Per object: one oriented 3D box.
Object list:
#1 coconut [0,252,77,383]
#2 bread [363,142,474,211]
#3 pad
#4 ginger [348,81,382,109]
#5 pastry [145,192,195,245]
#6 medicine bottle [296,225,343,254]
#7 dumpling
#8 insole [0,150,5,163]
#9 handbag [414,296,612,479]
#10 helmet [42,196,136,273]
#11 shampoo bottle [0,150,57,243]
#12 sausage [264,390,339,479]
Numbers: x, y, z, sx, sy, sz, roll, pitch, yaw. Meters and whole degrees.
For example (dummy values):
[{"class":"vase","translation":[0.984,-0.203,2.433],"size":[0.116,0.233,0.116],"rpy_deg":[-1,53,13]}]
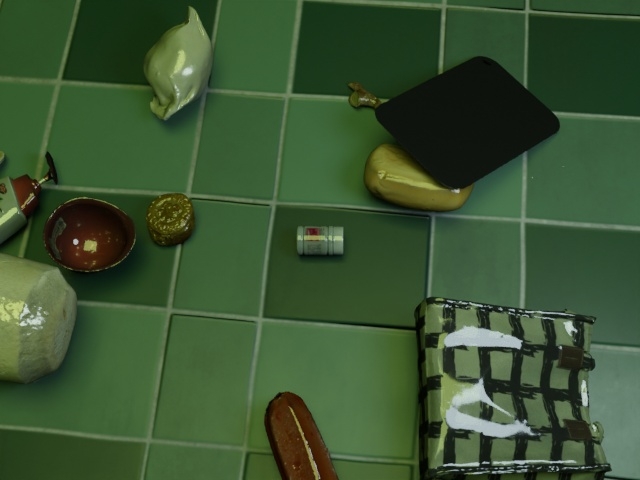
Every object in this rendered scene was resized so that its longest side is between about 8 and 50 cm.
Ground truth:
[{"class":"coconut","translation":[-0.592,0.139,1.775],"size":[0.266,0.237,0.237],"rpy_deg":[7,68,3]},{"class":"bread","translation":[0.193,-0.117,1.913],"size":[0.217,0.098,0.147],"rpy_deg":[15,41,7]},{"class":"pad","translation":[0.316,-0.206,1.950],"size":[0.375,0.063,0.315],"rpy_deg":[-29,66,-33]},{"class":"ginger","translation":[0.088,-0.299,2.033],"size":[0.048,0.030,0.097],"rpy_deg":[-42,71,-15]},{"class":"pastry","translation":[-0.299,-0.042,1.934],"size":[0.097,0.057,0.109],"rpy_deg":[22,68,16]},{"class":"medicine bottle","translation":[0.000,0.000,1.900],"size":[0.091,0.058,0.058],"rpy_deg":[0,68,2]},{"class":"dumpling","translation":[-0.301,-0.366,2.026],"size":[0.132,0.162,0.250],"rpy_deg":[17,78,-29]},{"class":"insole","translation":[-0.730,-0.107,1.951],"size":[0.081,0.011,0.248],"rpy_deg":[9,46,31]},{"class":"handbag","translation":[0.333,0.274,1.724],"size":[0.327,0.162,0.325],"rpy_deg":[2,70,-3]},{"class":"helmet","translation":[-0.445,0.003,1.893],"size":[0.175,0.106,0.155],"rpy_deg":[-6,70,-6]},{"class":"shampoo bottle","translation":[-0.651,-0.071,1.953],"size":[0.284,0.071,0.153],"rpy_deg":[-32,61,-13]},{"class":"sausage","translation":[-0.016,0.426,1.710],"size":[0.102,0.102,0.330],"rpy_deg":[-21,68,-6]}]
